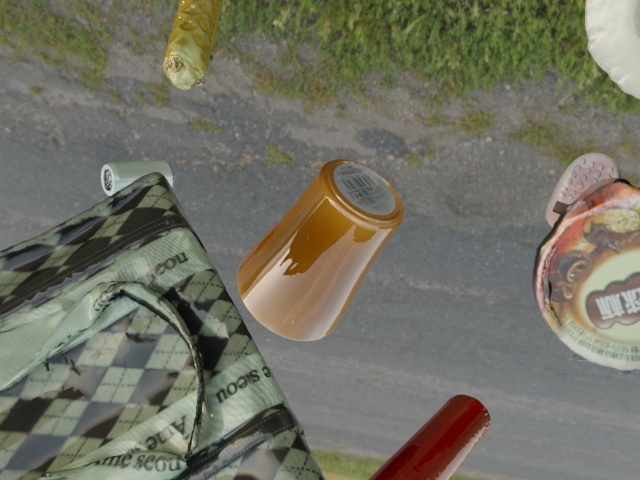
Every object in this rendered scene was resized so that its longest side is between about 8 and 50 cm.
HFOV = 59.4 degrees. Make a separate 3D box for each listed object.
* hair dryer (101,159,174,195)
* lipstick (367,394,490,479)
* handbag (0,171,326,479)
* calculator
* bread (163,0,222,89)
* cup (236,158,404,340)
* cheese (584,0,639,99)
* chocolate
[{"bbox_3d":[-0.341,-0.055,1.130,0.131,0.236,0.073,-11,160,-42],"label":"hair dryer"},{"bbox_3d":[0.109,0.285,0.673,0.073,0.279,0.073,26,130,36],"label":"lipstick"},{"bbox_3d":[-0.218,0.161,0.584,0.316,0.416,0.180,-26,154,-16],"label":"handbag"},{"bbox_3d":[0.422,-0.061,0.909,0.024,0.166,0.103,8,-163,-39],"label":"calculator"},{"bbox_3d":[-0.218,-0.406,0.997,0.077,0.367,0.084,-9,143,16],"label":"bread"},{"bbox_3d":[0.000,0.000,0.845,0.182,0.226,0.264,20,131,-20],"label":"cup"},{"bbox_3d":[0.457,-0.309,0.605,0.292,0.153,0.332,14,112,19],"label":"cheese"},{"bbox_3d":[0.358,0.033,0.672,0.221,0.221,0.147,-1,-168,20],"label":"chocolate"}]
